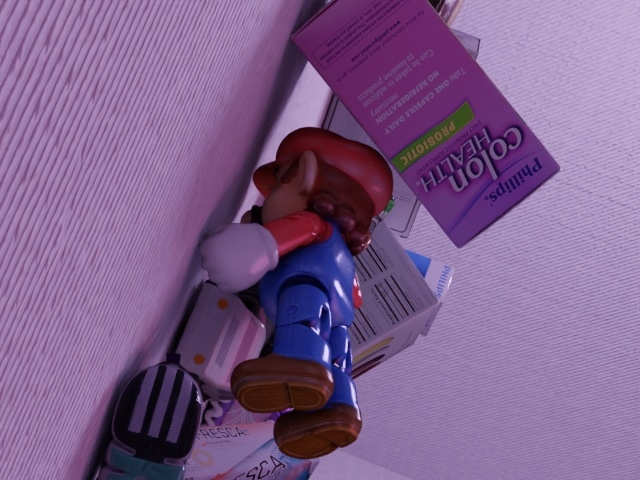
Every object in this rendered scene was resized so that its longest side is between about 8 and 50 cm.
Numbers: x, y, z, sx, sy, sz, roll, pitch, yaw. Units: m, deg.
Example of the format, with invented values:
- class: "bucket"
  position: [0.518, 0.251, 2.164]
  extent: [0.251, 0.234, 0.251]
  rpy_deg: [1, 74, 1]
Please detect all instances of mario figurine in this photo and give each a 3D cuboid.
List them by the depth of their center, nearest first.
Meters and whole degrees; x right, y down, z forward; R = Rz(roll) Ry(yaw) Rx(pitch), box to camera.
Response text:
- class: "mario figurine"
  position: [-0.031, 0.034, 1.117]
  extent: [0.198, 0.170, 0.320]
  rpy_deg: [110, -11, -49]

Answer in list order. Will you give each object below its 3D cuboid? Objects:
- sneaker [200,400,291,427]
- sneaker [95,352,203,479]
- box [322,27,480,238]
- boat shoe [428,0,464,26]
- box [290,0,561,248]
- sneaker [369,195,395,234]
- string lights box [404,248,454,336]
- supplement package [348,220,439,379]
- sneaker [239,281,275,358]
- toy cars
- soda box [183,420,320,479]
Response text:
- class: "sneaker"
  position: [-0.097, 0.228, 1.627]
  extent: [0.095, 0.105, 0.236]
  rpy_deg: [-63, 175, -74]
- class: "sneaker"
  position: [-0.139, 0.197, 0.944]
  extent: [0.098, 0.083, 0.223]
  rpy_deg: [-110, -139, -83]
- class: "box"
  position: [0.094, -0.167, 1.722]
  extent: [0.087, 0.169, 0.290]
  rpy_deg: [-68, 176, -66]
- class: "boat shoe"
  position: [0.139, -0.398, 1.532]
  extent: [0.123, 0.123, 0.342]
  rpy_deg: [-20, 132, -68]
- class: "box"
  position: [0.100, -0.128, 1.176]
  extent: [0.117, 0.243, 0.213]
  rpy_deg: [-39, -179, 7]
- class: "sneaker"
  position: [0.000, 0.000, 1.491]
  extent: [0.343, 0.134, 0.146]
  rpy_deg: [101, 12, -76]
- class: "string lights box"
  position: [0.080, 0.058, 2.065]
  extent: [0.133, 0.260, 0.076]
  rpy_deg: [105, 7, -59]
- class: "supplement package"
  position: [0.030, 0.107, 1.740]
  extent: [0.203, 0.149, 0.194]
  rpy_deg: [-29, 164, -16]
- class: "sneaker"
  position: [-0.081, 0.100, 1.389]
  extent: [0.217, 0.079, 0.121]
  rpy_deg: [94, 19, -51]
- class: "toy cars"
  position: [-0.113, 0.188, 1.225]
  extent: [0.176, 0.087, 0.393]
  rpy_deg: [-65, 175, -55]
- class: "soda box"
  position: [-0.088, 0.209, 1.129]
  extent: [0.183, 0.063, 0.058]
  rpy_deg: [4, 122, -49]
